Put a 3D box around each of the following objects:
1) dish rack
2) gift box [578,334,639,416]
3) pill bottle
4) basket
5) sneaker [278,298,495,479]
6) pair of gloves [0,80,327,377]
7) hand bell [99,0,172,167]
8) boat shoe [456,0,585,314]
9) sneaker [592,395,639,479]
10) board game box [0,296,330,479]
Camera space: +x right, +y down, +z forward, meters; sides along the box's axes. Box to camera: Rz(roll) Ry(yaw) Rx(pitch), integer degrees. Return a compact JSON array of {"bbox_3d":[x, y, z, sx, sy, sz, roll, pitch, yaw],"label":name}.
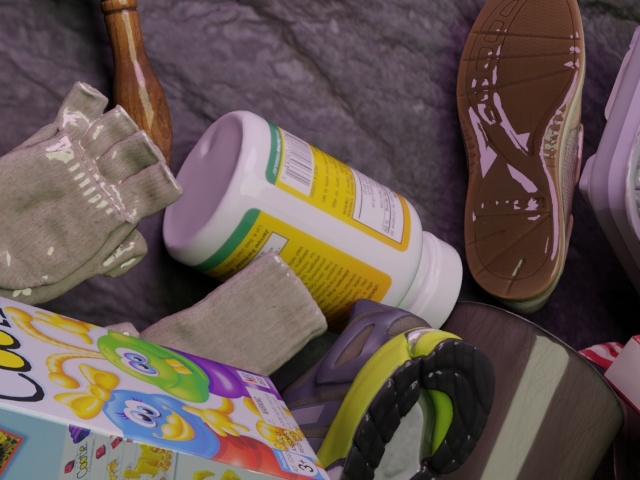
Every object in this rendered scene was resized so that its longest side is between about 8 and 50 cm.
[{"bbox_3d":[0.344,-0.054,1.006,0.333,0.072,0.286,50,57,-41],"label":"dish rack"},{"bbox_3d":[0.378,0.095,0.799,0.276,0.258,0.255,1,38,-41],"label":"gift box"},{"bbox_3d":[0.000,0.000,0.781,0.208,0.117,0.118,26,67,-27],"label":"pill bottle"},{"bbox_3d":[0.112,0.196,0.803,0.227,0.154,0.204,-59,137,-22],"label":"basket"},{"bbox_3d":[-0.002,0.172,0.722,0.111,0.121,0.300,32,97,-30],"label":"sneaker"},{"bbox_3d":[-0.136,0.044,0.675,0.204,0.042,0.240,-45,115,1],"label":"pair of gloves"},{"bbox_3d":[-0.138,-0.156,0.741,0.126,0.126,0.242,-19,103,-35],"label":"hand bell"},{"bbox_3d":[0.181,-0.086,0.942,0.098,0.109,0.302,42,50,-66],"label":"boat shoe"},{"bbox_3d":[0.268,0.232,0.947,0.071,0.066,0.188,22,67,-27],"label":"sneaker"},{"bbox_3d":[-0.158,0.130,0.592,0.275,0.142,0.144,21,102,-25],"label":"board game box"}]
